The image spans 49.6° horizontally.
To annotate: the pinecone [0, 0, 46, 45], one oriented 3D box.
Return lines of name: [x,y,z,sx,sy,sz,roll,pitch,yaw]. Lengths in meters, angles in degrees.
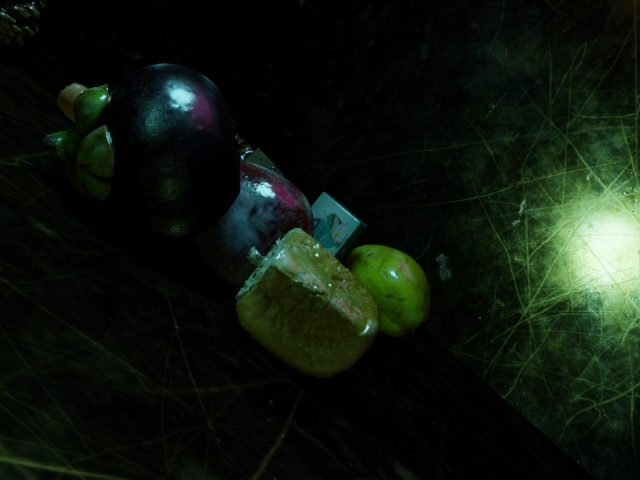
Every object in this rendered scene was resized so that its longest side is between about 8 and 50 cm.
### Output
pinecone: [-0.783,-0.596,1.684,0.243,0.257,0.243,40,-12,10]

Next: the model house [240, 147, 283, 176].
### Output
model house: [-0.215,-0.152,1.971,0.243,0.211,0.204,48,0,9]

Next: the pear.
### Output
pear: [0.206,0.151,2.170,0.321,0.269,0.269,54,10,21]

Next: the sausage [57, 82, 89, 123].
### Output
sausage: [-0.447,-0.226,1.659,0.419,0.094,0.094,38,-5,0]

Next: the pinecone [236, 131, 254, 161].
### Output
pinecone: [-0.308,-0.238,2.150,0.202,0.228,0.201,-7,6,43]

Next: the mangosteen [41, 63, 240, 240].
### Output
mangosteen: [-0.277,-0.138,1.159,0.300,0.300,0.300,39,5,-4]

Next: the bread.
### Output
bread: [-0.037,0.108,1.167,0.246,0.176,0.195,41,16,-6]

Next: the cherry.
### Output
cherry: [-0.142,-0.038,1.353,0.300,0.230,0.203,45,5,5]

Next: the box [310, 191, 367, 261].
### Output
box: [0.000,0.000,2.046,0.153,0.245,0.092,40,6,17]
